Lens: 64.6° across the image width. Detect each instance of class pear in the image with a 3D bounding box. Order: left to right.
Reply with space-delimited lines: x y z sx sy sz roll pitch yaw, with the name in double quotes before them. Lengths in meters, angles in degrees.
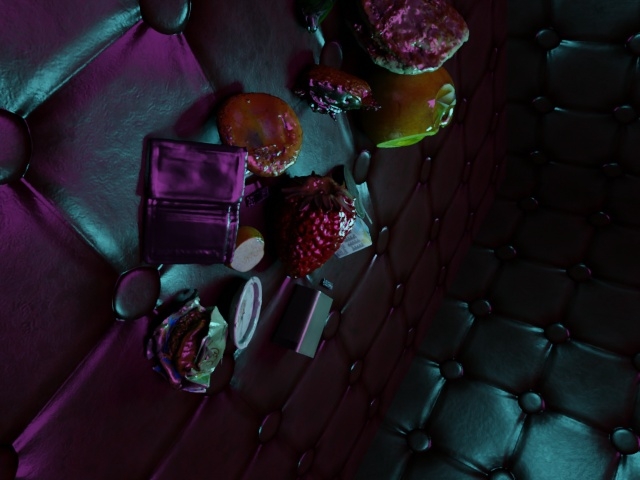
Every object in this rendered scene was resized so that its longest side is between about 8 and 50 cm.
"pear" -0.240 0.016 1.505 0.141 0.104 0.141 -24 138 -24

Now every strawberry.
"strawberry" -0.024 -0.047 1.695 0.292 0.292 0.343 -40 154 -42

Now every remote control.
"remote control" -0.197 -0.137 1.580 0.096 0.014 0.039 -39 136 -41
"remote control" 0.028 0.182 2.102 0.091 0.016 0.034 38 56 -58

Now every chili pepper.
"chili pepper" -0.002 -0.726 1.548 0.216 0.062 0.108 -58 147 -26

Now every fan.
"fan" 0.140 -0.184 1.998 0.294 0.012 0.223 14 58 -73

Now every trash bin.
"trash bin" -0.060 0.307 1.928 0.164 0.122 0.240 42 67 -57

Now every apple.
"apple" 0.337 -0.517 1.928 0.374 0.374 0.384 -57 146 -25

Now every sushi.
"sushi" 0.043 -0.473 1.656 0.287 0.149 0.140 16 63 -24

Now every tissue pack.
"tissue pack" 0.077 -0.058 1.942 0.229 0.159 0.145 46 25 -54

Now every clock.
"clock" -0.247 0.226 1.612 0.236 0.053 0.236 11 90 -80

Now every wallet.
"wallet" -0.317 -0.090 1.292 0.247 0.041 0.322 1 109 -27

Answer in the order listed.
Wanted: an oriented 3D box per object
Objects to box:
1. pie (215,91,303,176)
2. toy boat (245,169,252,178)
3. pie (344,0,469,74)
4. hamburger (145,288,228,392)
"pie" -0.165 -0.294 1.393 0.273 0.069 0.273 10 71 -32
"toy boat" -0.209 -0.243 1.431 0.175 0.091 0.110 -40 142 -49
"pie" 0.305 -0.748 1.717 0.395 0.418 0.180 -59 -170 -24
"hamburger" -0.345 0.298 1.432 0.260 0.150 0.276 -60 147 -23
